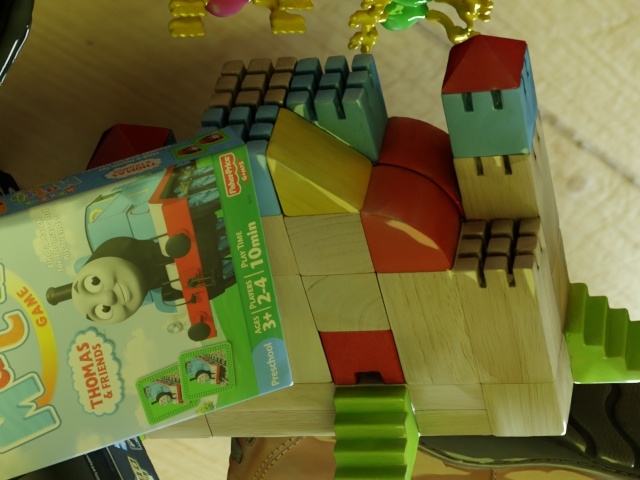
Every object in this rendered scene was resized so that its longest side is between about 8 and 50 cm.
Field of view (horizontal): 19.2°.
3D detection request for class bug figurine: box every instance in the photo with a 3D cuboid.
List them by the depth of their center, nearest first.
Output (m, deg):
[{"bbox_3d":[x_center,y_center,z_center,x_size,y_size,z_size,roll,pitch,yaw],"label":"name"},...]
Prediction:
[{"bbox_3d":[0.015,-0.208,1.115,0.279,0.072,0.216,0,135,-21],"label":"bug figurine"}]

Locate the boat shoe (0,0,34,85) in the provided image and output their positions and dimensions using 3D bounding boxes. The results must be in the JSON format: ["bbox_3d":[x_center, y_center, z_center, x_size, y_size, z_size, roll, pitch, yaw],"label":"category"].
[{"bbox_3d":[-0.331,-0.033,1.073,0.500,0.156,0.187,-47,133,15],"label":"boat shoe"}]

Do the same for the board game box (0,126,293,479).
[{"bbox_3d":[-0.131,0.041,1.080,0.211,0.039,0.160,-17,117,-13],"label":"board game box"}]

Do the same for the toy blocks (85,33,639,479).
[{"bbox_3d":[0.000,0.000,1.196,0.381,0.191,0.261,-3,130,17],"label":"toy blocks"}]

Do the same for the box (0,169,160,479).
[{"bbox_3d":[-0.268,0.146,1.195,0.293,0.295,0.073,-32,165,12],"label":"box"}]

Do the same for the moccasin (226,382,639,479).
[{"bbox_3d":[0.121,0.170,1.411,0.380,0.139,0.147,2,129,-16],"label":"moccasin"}]
